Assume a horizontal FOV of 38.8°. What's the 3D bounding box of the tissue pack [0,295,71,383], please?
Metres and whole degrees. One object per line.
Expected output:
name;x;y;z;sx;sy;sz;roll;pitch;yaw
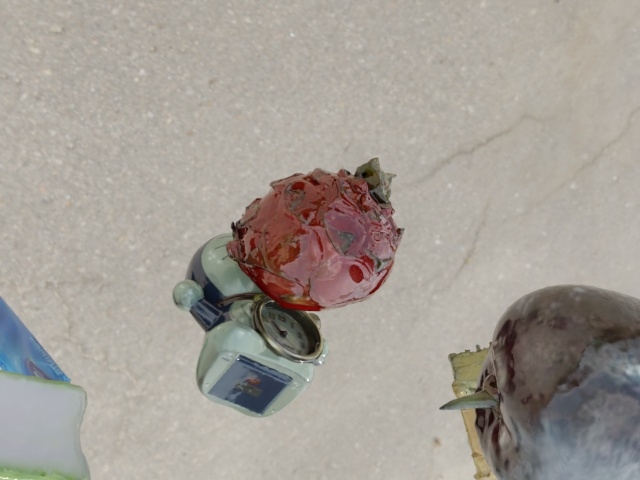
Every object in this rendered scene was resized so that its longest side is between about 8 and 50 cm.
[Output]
tissue pack;-0.490;0.162;1.187;0.198;0.146;0.263;-35;106;2

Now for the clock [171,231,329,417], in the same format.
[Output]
clock;-0.095;0.090;1.138;0.200;0.243;0.146;21;121;-23

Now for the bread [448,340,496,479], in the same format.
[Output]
bread;0.329;0.250;1.407;0.239;0.111;0.246;-13;127;4

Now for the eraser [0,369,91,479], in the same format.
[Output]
eraser;-0.332;0.171;0.672;0.274;0.092;0.210;-26;148;30

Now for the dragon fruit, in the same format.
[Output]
dragon fruit;0.000;0.000;1.047;0.210;0.172;0.172;-22;150;24

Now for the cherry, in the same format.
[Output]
cherry;0.272;0.165;0.925;0.255;0.296;0.218;92;9;-46
